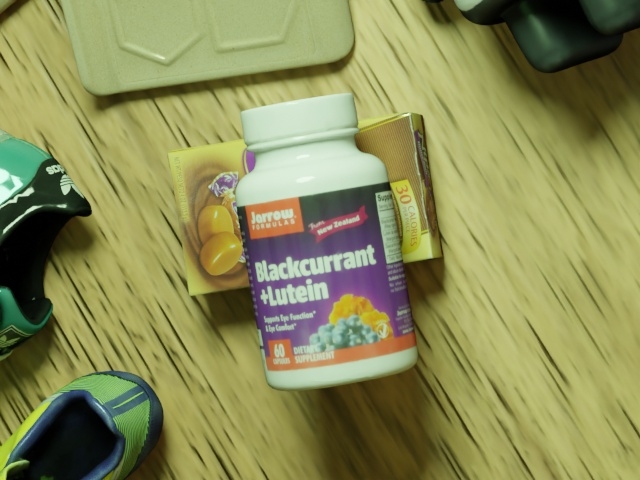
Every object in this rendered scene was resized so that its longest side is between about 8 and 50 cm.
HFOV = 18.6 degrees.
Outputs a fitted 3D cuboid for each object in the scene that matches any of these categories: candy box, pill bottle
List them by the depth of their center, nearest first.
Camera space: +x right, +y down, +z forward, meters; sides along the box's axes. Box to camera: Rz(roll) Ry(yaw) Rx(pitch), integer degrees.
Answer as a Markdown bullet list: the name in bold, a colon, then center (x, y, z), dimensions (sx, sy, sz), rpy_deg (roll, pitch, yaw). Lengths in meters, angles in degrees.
- **pill bottle**: center (0.000, 0.000, 1.342), dimensions (0.108, 0.108, 0.193), rpy_deg (-10, 92, 14)
- **candy box**: center (-0.011, -0.026, 1.426), dimensions (0.187, 0.053, 0.109), rpy_deg (-9, 89, 12)

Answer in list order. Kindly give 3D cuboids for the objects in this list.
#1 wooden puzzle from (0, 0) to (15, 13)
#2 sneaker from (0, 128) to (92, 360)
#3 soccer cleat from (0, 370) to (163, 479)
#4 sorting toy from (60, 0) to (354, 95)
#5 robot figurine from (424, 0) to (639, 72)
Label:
- **wooden puzzle**: center (-0.287, -0.363, 1.457), dimensions (0.322, 0.080, 0.348), rpy_deg (-38, 86, 10)
- **sneaker**: center (-0.280, 0.065, 1.465), dimensions (0.121, 0.108, 0.302), rpy_deg (30, 97, 16)
- **soccer cleat**: center (-0.239, 0.199, 1.451), dimensions (0.289, 0.121, 0.093), rpy_deg (-42, 82, 12)
- **sorting toy**: center (-0.092, -0.212, 1.428), dimensions (0.208, 0.038, 0.193), rpy_deg (-8, 110, 10)
- **robot figurine**: center (0.140, -0.257, 1.325), dimensions (0.209, 0.173, 0.278), rpy_deg (-27, 85, 2)
